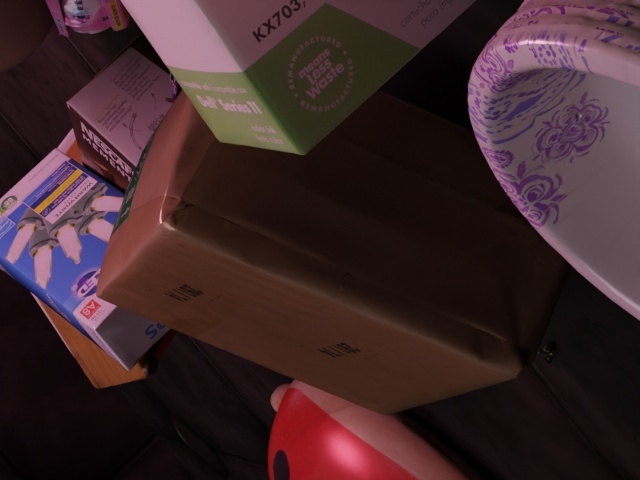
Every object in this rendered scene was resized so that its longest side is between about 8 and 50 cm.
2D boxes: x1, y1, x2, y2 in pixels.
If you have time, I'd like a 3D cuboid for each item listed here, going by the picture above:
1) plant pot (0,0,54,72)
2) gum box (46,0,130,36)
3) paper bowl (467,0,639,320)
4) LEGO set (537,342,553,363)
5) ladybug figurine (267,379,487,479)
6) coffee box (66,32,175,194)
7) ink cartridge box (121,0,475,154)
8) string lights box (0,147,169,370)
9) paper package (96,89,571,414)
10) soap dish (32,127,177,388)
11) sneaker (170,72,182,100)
[{"bbox_3d":[-0.372,-0.265,1.625,0.191,0.284,0.284,20,-175,-44],"label":"plant pot"},{"bbox_3d":[-0.189,-0.265,1.301,0.062,0.188,0.107,-4,146,6],"label":"gum box"},{"bbox_3d":[0.230,-0.052,0.852,0.284,0.148,0.284,38,164,13],"label":"paper bowl"},{"bbox_3d":[0.178,0.082,1.474,0.083,0.023,0.054,31,162,5],"label":"LEGO set"},{"bbox_3d":[0.094,0.334,1.944,0.449,0.162,0.305,38,160,25],"label":"ladybug figurine"},{"bbox_3d":[-0.109,-0.051,1.654,0.297,0.119,0.168,42,164,12],"label":"coffee box"},{"bbox_3d":[-0.059,-0.252,0.993,0.353,0.207,0.119,55,161,-25],"label":"ink cartridge box"},{"bbox_3d":[-0.235,0.015,1.668,0.259,0.133,0.077,31,160,44],"label":"string lights box"},{"bbox_3d":[0.000,0.000,1.301,0.309,0.168,0.325,23,164,-10],"label":"paper package"},{"bbox_3d":[-0.241,0.012,1.936,0.118,0.229,0.291,14,147,29],"label":"soap dish"},{"bbox_3d":[-0.122,-0.184,1.442,0.223,0.098,0.083,40,160,18],"label":"sneaker"}]
